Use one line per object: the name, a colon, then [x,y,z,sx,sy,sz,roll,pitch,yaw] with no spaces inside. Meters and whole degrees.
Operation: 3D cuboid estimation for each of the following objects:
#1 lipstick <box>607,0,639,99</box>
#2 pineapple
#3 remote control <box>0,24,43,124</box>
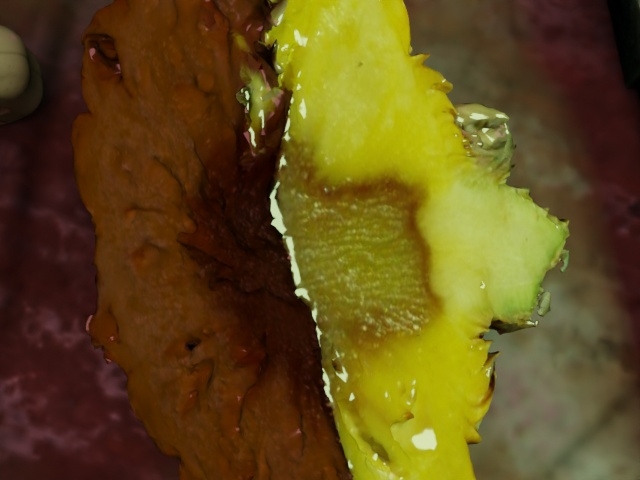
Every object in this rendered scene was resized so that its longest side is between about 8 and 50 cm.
lipstick: [0.158,-0.014,0.555,0.051,0.051,0.312,-11,85,-3]
pineapple: [-0.002,-0.006,0.536,0.164,0.140,0.249,-26,103,-45]
remote control: [-0.167,-0.054,0.536,0.122,0.074,0.032,-13,87,-4]
